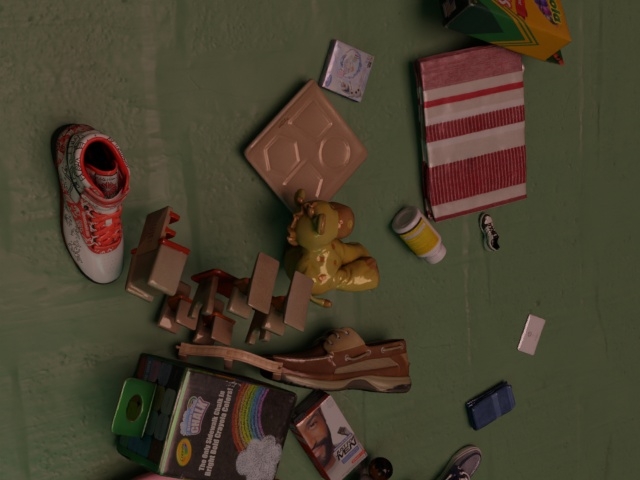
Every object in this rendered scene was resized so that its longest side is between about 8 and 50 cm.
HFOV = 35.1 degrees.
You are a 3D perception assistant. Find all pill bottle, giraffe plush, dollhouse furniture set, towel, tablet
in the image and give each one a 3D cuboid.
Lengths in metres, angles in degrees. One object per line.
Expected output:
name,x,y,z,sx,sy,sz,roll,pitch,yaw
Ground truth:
pill bottle,0.196,-0.007,1.985,0.065,0.065,0.116,-52,120,-14
giraffe plush,0.000,0.000,1.775,0.210,0.181,0.171,-27,126,-44
dollhouse furniture set,-0.175,0.063,1.646,0.259,0.262,0.135,29,61,-32
towel,0.367,0.357,2.184,0.119,0.029,0.067,-25,111,-28
tablet,0.465,0.208,2.233,0.054,0.006,0.083,21,87,-33
towel,0.302,-0.216,2.003,0.237,0.037,0.329,-14,111,-21

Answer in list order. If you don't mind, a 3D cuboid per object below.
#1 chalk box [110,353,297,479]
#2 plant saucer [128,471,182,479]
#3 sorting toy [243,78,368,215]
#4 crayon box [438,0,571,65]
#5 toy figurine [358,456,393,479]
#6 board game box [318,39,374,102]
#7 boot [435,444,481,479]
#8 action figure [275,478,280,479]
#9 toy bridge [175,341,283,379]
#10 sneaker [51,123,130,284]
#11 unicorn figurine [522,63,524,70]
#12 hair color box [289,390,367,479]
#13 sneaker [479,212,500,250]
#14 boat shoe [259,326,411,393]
chalk box,-0.219,0.299,1.698,0.289,0.179,0.180,20,81,-32
plant saucer,-0.290,0.552,1.764,0.332,0.084,0.332,-6,101,-32
sorting toy,-0.026,-0.158,1.836,0.193,0.038,0.208,-49,125,-16
crayon box,0.361,-0.470,1.944,0.318,0.081,0.202,9,60,-35
toy figurine,0.163,0.535,1.976,0.213,0.209,0.148,40,88,-31
board game box,0.047,-0.311,1.860,0.090,0.020,0.090,18,89,-34
boot,0.292,0.517,2.130,0.190,0.086,0.069,-44,119,-19
action figure,-0.084,0.539,1.868,0.091,0.139,0.280,19,116,0
toy bridge,-0.157,0.203,1.745,0.188,0.063,0.026,12,65,-1
sneaker,-0.347,-0.046,1.580,0.090,0.145,0.270,-18,108,-29
unicorn figurine,0.367,-0.368,2.032,0.161,0.060,0.111,-16,111,-32
hair color box,0.011,0.378,1.944,0.093,0.053,0.167,-40,116,-19
sneaker,0.355,-0.017,2.102,0.032,0.037,0.083,-24,109,-25
boat shoe,0.033,0.221,1.901,0.324,0.122,0.120,8,84,-36
